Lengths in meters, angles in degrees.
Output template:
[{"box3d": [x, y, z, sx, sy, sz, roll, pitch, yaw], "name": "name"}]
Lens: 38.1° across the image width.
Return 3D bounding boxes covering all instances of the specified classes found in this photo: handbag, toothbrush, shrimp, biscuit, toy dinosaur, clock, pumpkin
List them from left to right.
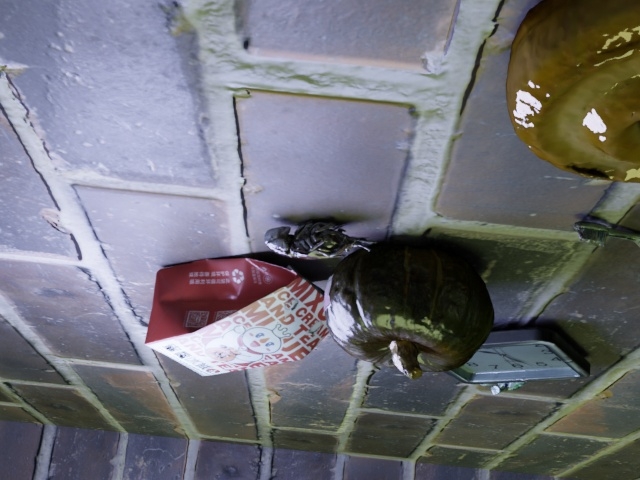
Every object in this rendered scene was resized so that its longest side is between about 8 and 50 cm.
[{"box3d": [-0.123, 0.116, 1.507, 0.298, 0.151, 0.171, -13, 146, 31], "name": "handbag"}, {"box3d": [0.000, 0.000, 1.309, 0.165, 0.056, 0.065, -8, 148, 24], "name": "shrimp"}, {"box3d": [0.131, 0.118, 1.391, 0.260, 0.189, 0.260, 3, 158, 1], "name": "pumpkin"}, {"box3d": [0.348, 0.218, 1.765, 0.273, 0.049, 0.279, -8, 154, 29], "name": "clock"}, {"box3d": [0.419, 0.295, 1.963, 0.187, 0.044, 0.106, -20, 162, 24], "name": "toy dinosaur"}, {"box3d": [0.466, 0.011, 1.260, 0.294, 0.028, 0.026, 10, 160, -22], "name": "toothbrush"}, {"box3d": [0.315, -0.135, 0.842, 0.297, 0.101, 0.296, 5, 156, 2], "name": "biscuit"}]
